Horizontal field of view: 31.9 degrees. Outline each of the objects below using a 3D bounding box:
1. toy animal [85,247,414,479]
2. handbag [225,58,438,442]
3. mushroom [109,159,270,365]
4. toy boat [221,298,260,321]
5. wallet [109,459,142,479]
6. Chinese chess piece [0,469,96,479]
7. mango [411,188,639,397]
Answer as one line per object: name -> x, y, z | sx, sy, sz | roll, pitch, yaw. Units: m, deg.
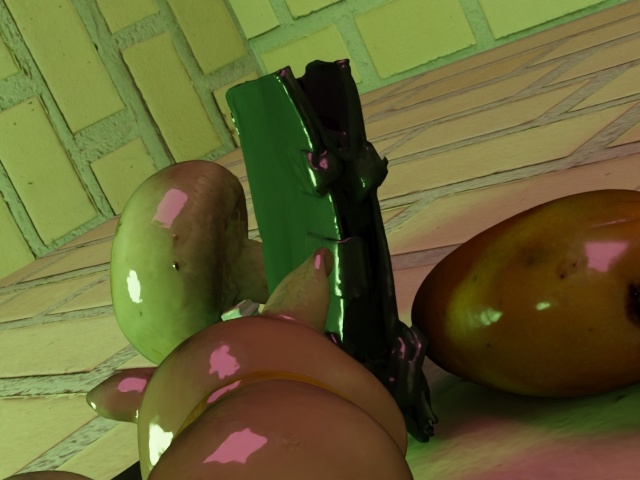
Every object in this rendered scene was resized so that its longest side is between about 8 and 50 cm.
toy animal -> -0.028, 0.125, 0.561 | 0.165, 0.149, 0.248 | -22, 24, -4
handbag -> 0.002, 0.000, 0.780 | 0.079, 0.247, 0.260 | -11, 8, -9
mushroom -> -0.093, 0.029, 1.087 | 0.215, 0.207, 0.207 | 9, 13, 0
toy boat -> -0.064, 0.090, 0.984 | 0.059, 0.066, 0.140 | -23, 10, 32
wallet -> -0.100, 0.162, 0.851 | 0.157, 0.018, 0.082 | -31, 12, -29
Chinese chess piece -> -0.133, 0.180, 0.524 | 0.059, 0.144, 0.144 | 7, 0, -20
mango -> 0.141, 0.035, 0.679 | 0.138, 0.113, 0.253 | -35, 7, -25
